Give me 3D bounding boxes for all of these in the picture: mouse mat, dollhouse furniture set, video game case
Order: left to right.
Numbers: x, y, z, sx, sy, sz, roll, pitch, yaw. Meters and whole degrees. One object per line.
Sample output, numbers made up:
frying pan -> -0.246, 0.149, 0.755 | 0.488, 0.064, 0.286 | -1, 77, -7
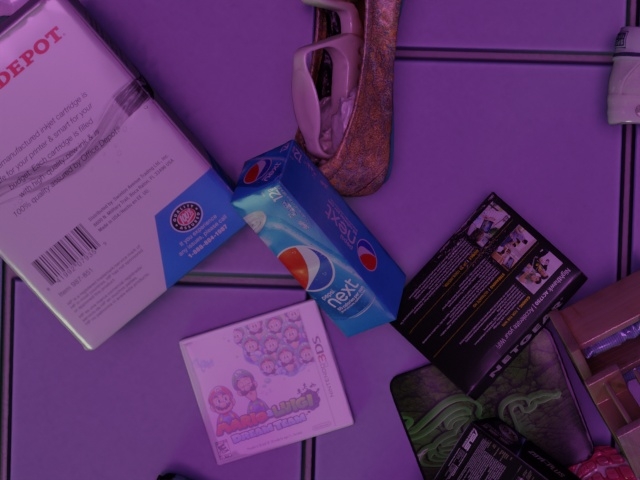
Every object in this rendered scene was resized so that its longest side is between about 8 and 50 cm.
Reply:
video game case -> -0.058, 0.153, 1.911 | 0.157, 0.019, 0.143 | -17, 91, 3
mouse mat -> 0.181, 0.189, 1.886 | 0.189, 0.007, 0.153 | -21, 90, 18
dollhouse furniture set -> 0.338, 0.142, 1.794 | 0.129, 0.184, 0.129 | -28, 133, 4

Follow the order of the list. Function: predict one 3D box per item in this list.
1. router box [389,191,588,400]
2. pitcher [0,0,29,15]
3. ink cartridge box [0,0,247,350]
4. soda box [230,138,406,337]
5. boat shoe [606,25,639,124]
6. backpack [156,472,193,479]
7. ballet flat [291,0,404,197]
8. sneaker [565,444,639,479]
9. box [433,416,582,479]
router box -> 0.171, 0.059, 1.863 | 0.179, 0.046, 0.133 | -47, 68, 3
pitcher -> -0.365, -0.322, 1.862 | 0.177, 0.125, 0.207 | -13, 103, 5
ink cartridge box -> -0.254, -0.080, 1.818 | 0.223, 0.129, 0.307 | -39, 107, 4
soda box -> 0.000, 0.000, 1.824 | 0.067, 0.071, 0.210 | -23, 121, 31
boat shoe -> 0.472, -0.109, 1.822 | 0.367, 0.136, 0.156 | 13, 92, 5
backpack -> -0.140, 0.316, 1.888 | 0.114, 0.084, 0.105 | 24, 95, -1
ballet flat -> 0.024, -0.218, 1.838 | 0.123, 0.123, 0.349 | 4, 95, 2
sneaker -> 0.330, 0.361, 1.860 | 0.121, 0.112, 0.299 | -25, 75, 24
box -> 0.180, 0.298, 1.838 | 0.147, 0.077, 0.180 | 36, 105, 24
